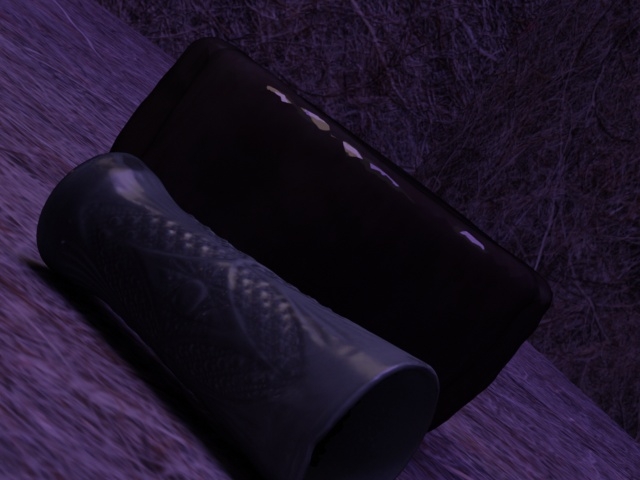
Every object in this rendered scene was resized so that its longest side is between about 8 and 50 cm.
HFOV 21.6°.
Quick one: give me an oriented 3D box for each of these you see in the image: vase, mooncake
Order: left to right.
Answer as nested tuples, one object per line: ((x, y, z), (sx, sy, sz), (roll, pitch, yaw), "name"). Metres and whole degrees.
((-0.050, 0.040, 0.836), (0.219, 0.096, 0.096), (38, 5, 31), "vase")
((0.000, 0.000, 1.144), (0.306, 0.154, 0.306), (38, 6, -5), "mooncake")
